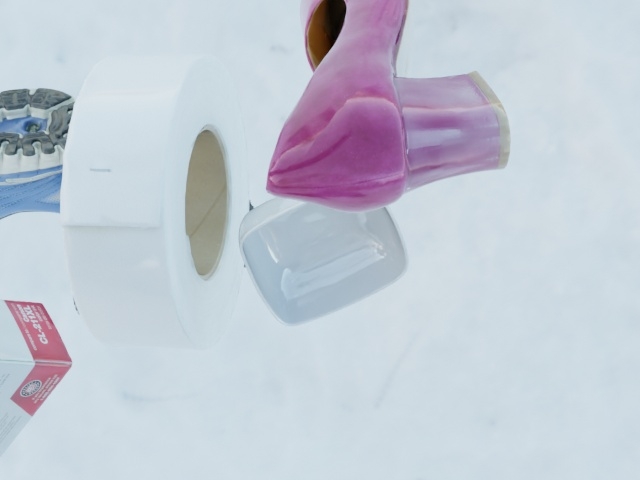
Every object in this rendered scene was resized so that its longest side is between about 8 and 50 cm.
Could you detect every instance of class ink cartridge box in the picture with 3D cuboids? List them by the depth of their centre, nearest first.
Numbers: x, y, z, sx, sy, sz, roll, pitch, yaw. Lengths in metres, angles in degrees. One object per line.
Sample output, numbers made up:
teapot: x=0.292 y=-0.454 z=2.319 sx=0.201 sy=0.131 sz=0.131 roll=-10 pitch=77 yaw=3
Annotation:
ink cartridge box: x=-0.305 y=0.107 z=1.345 sx=0.175 sy=0.127 sz=0.072 roll=9 pitch=41 yaw=-47

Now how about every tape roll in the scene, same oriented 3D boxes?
tape roll: x=-0.151 y=-0.037 z=1.636 sx=0.100 sy=0.286 sz=0.286 roll=2 pitch=77 yaw=13

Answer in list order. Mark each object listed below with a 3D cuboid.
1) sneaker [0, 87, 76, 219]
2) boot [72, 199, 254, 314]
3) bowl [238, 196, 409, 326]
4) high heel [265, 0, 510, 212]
sneaker: x=-0.383 y=-0.065 z=1.712 sx=0.330 sy=0.147 sz=0.130 roll=3 pitch=45 yaw=7
boot: x=-0.169 y=0.000 z=1.885 sx=0.207 sy=0.246 sz=0.094 roll=5 pitch=120 yaw=-13
bowl: x=0.000 y=0.000 z=1.566 sx=0.142 sy=0.142 sz=0.053 roll=-24 pitch=42 yaw=2
high heel: x=-0.002 y=-0.082 z=0.874 sx=0.117 sy=0.244 sz=0.082 roll=-9 pitch=123 yaw=-15
